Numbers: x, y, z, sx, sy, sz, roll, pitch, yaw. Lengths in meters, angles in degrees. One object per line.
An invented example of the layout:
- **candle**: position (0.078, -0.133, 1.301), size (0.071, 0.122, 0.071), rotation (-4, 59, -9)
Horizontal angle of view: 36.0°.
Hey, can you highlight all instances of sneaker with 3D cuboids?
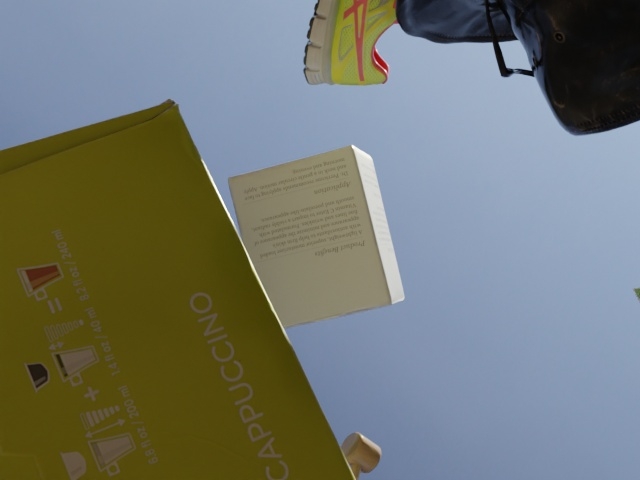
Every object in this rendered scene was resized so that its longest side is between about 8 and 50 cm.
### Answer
- **sneaker**: position (0.047, -0.240, 0.919), size (0.094, 0.208, 0.081), rotation (14, -153, 6)

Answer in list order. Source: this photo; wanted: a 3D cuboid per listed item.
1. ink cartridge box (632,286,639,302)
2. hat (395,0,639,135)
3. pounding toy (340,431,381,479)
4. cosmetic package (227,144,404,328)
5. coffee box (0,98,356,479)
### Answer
- **ink cartridge box**: position (0.365, 0.083, 0.731), size (0.097, 0.255, 0.188), rotation (-29, -91, -11)
- **hat**: position (0.203, -0.137, 0.600), size (0.332, 0.331, 0.133), rotation (-9, -100, -11)
- **pounding toy**: position (-0.038, 0.265, 1.039), size (0.206, 0.094, 0.181), rotation (-46, -161, 4)
- **cosmetic package**: position (0.000, 0.000, 1.151), size (0.151, 0.151, 0.183), rotation (-13, -92, 11)
- **coffee box**: position (-0.218, 0.148, 0.771), size (0.338, 0.334, 0.337), rotation (-20, -106, -23)
